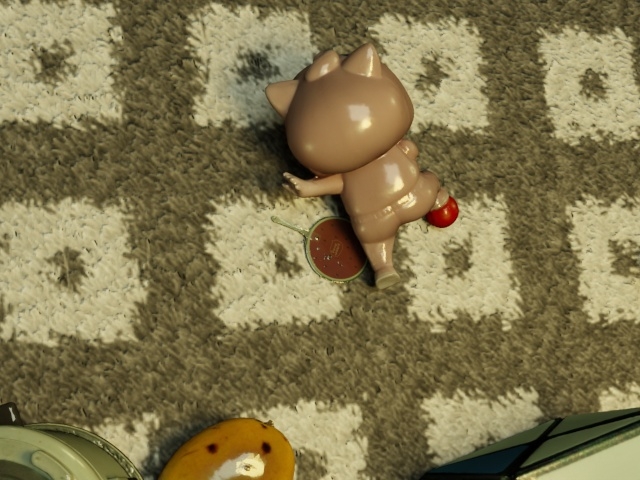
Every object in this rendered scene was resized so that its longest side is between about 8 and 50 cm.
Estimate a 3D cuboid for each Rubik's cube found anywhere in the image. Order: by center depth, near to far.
[{"bbox_3d":[0.284,0.338,1.263,0.246,0.250,0.248,-18,85,-24],"label":"Rubik's cube"}]

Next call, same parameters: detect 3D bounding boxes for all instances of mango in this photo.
[{"bbox_3d":[-0.110,0.262,1.227,0.178,0.090,0.115,-30,95,-17],"label":"mango"}]

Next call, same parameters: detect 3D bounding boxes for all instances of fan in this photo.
[{"bbox_3d":[0.000,0.000,1.380,0.133,0.005,0.085,27,68,-13],"label":"fan"}]

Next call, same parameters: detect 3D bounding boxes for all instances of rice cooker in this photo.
[{"bbox_3d":[-0.282,0.291,1.078,0.241,0.227,0.280,-21,78,-3],"label":"rice cooker"}]

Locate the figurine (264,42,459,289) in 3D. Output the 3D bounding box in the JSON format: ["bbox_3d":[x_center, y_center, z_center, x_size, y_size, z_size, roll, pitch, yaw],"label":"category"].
[{"bbox_3d":[0.050,-0.097,1.365,0.176,0.186,0.287,-32,111,10],"label":"figurine"}]
